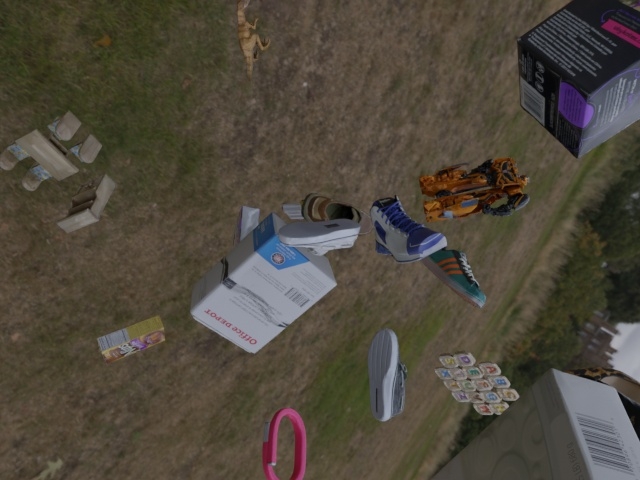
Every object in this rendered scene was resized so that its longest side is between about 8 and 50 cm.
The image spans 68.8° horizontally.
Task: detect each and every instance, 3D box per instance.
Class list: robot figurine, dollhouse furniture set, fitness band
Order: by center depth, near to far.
[{"bbox_3d":[-0.675,-0.167,1.211,0.212,0.161,0.242,-18,132,18],"label":"dollhouse furniture set"},{"bbox_3d":[0.431,-0.147,1.310,0.085,0.291,0.211,60,23,-48],"label":"robot figurine"},{"bbox_3d":[-0.133,0.797,1.800,0.054,0.290,0.209,-24,138,31],"label":"fitness band"}]

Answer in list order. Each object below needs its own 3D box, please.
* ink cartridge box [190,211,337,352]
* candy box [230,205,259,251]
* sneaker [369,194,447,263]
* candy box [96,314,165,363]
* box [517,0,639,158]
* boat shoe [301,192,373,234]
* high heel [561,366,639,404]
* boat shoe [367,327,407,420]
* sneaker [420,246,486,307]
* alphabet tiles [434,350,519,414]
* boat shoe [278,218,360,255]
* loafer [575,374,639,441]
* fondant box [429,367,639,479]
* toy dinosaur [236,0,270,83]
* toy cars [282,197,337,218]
[{"bbox_3d":[-0.193,0.148,1.551,0.395,0.166,0.285,-41,119,13],"label":"ink cartridge box"},{"bbox_3d":[-0.290,-0.009,1.780,0.070,0.164,0.196,10,149,-18],"label":"candy box"},{"bbox_3d":[0.235,-0.043,1.452,0.127,0.315,0.182,-26,104,-17],"label":"sneaker"},{"bbox_3d":[-0.580,0.306,1.443,0.187,0.053,0.109,-19,154,-26],"label":"candy box"},{"bbox_3d":[0.440,-0.275,0.662,0.270,0.143,0.165,-34,149,7],"label":"box"},{"bbox_3d":[0.080,-0.071,1.582,0.324,0.120,0.122,12,92,-45],"label":"boat shoe"},{"bbox_3d":[0.683,0.350,1.025,0.186,0.261,0.093,15,93,-77],"label":"high heel"},{"bbox_3d":[0.244,0.467,1.657,0.119,0.121,0.335,-4,103,-34],"label":"boat shoe"},{"bbox_3d":[0.452,0.098,1.547,0.121,0.302,0.108,-45,131,4],"label":"sneaker"},{"bbox_3d":[0.550,0.514,1.676,0.021,0.284,0.278,-42,-172,-37],"label":"alphabet tiles"},{"bbox_3d":[0.000,0.000,1.258,0.258,0.095,0.084,-5,120,-33],"label":"boat shoe"},{"bbox_3d":[0.450,0.272,0.644,0.076,0.223,0.078,-48,136,-5],"label":"loafer"},{"bbox_3d":[0.257,0.356,0.574,0.238,0.096,0.330,-81,-170,-52],"label":"fondant box"},{"bbox_3d":[-0.165,-0.440,1.065,0.112,0.064,0.211,-7,88,-65],"label":"toy dinosaur"},{"bbox_3d":[-0.044,-0.110,1.809,0.177,0.394,0.087,-4,93,-22],"label":"toy cars"}]
